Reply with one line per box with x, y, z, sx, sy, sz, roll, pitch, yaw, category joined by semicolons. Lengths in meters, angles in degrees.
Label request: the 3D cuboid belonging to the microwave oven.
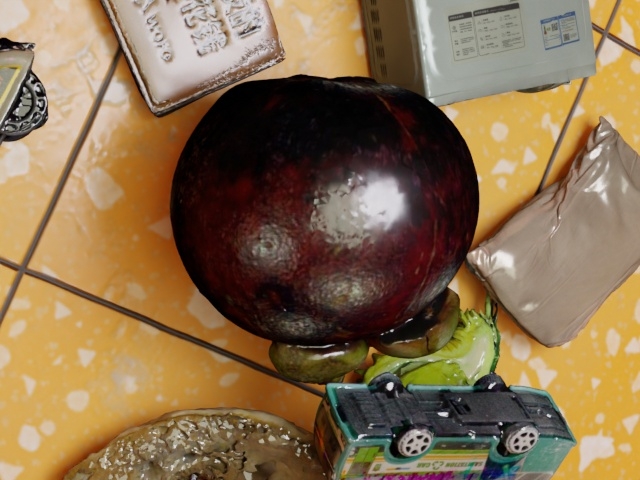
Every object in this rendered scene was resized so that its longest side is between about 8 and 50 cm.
0.162;-0.224;1.434;0.208;0.122;0.162;-13;101;-23;microwave oven

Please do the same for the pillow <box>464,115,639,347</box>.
0.288;-0.010;1.538;0.270;0.067;0.173;-46;111;-20;pillow

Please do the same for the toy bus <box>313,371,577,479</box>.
0.119;0.189;1.339;0.262;0.091;0.109;4;128;-25;toy bus

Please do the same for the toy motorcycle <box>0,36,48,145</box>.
-0.346;-0.086;1.242;0.157;0.091;0.263;29;82;-16;toy motorcycle

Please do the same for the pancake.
-0.099;0.343;1.377;0.387;0.082;0.386;-1;99;-7;pancake

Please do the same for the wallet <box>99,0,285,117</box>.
-0.131;-0.235;1.345;0.161;0.042;0.195;-27;106;-19;wallet

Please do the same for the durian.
0.100;0.183;1.460;0.375;0.132;0.106;-57;145;-12;durian

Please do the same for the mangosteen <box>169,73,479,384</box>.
-0.001;-0.013;1.293;0.300;0.300;0.300;-3;97;-24;mangosteen
